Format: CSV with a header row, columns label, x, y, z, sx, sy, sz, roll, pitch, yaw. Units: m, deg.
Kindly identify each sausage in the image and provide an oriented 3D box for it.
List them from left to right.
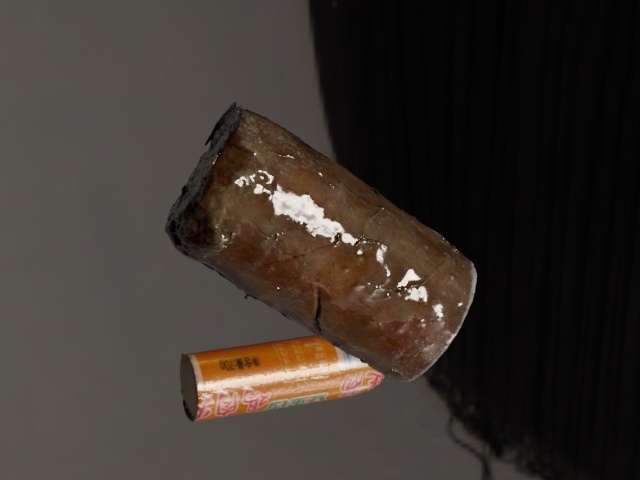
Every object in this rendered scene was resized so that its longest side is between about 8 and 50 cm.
label,x,y,z,sx,sy,sz,roll,pitch,yaw
sausage,-0.025,0.135,1.391,0.234,0.071,0.071,-7,29,-20

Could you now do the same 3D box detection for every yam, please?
label,x,y,z,sx,sy,sz,roll,pitch,yaw
yam,-0.001,0.002,0.637,0.141,0.079,0.079,32,24,-17
